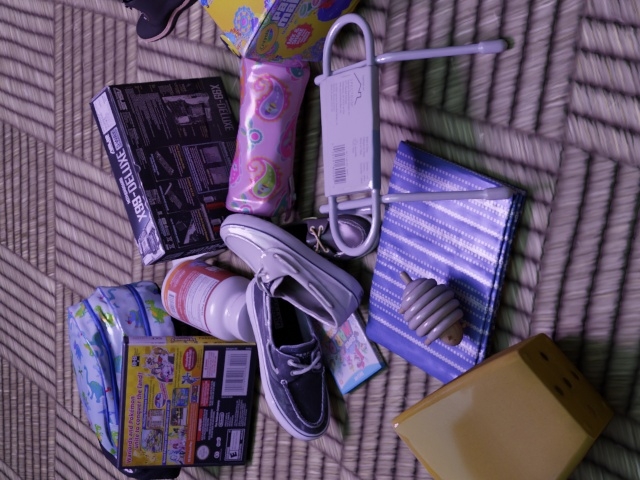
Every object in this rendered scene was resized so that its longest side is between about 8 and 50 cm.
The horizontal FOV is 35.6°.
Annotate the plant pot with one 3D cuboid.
[{"bbox_3d":[0.259,0.243,1.316,0.187,0.212,0.212,-46,75,24],"label":"plant pot"}]

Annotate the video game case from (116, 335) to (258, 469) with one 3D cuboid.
[{"bbox_3d":[-0.253,0.306,1.880,0.035,0.248,0.275,-120,35,-63],"label":"video game case"}]

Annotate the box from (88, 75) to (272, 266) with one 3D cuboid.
[{"bbox_3d":[-0.239,-0.129,1.742,0.076,0.242,0.308,-28,80,47],"label":"box"}]

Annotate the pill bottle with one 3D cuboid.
[{"bbox_3d":[-0.186,0.115,1.838,0.216,0.121,0.121,18,113,43],"label":"pill bottle"}]

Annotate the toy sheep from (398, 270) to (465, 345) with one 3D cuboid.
[{"bbox_3d":[0.157,0.098,1.435,0.132,0.091,0.091,47,132,9],"label":"toy sheep"}]

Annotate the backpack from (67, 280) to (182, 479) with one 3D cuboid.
[{"bbox_3d":[-0.379,0.255,1.986,0.290,0.273,0.356,51,129,55],"label":"backpack"}]

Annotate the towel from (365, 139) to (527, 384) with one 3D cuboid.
[{"bbox_3d":[0.179,0.044,1.493,0.243,0.040,0.336,28,118,42],"label":"towel"}]

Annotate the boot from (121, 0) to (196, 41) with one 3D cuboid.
[{"bbox_3d":[-0.329,-0.433,1.838,0.198,0.137,0.077,-36,73,47],"label":"boot"}]

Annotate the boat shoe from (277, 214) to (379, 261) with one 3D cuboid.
[{"bbox_3d":[0.000,0.000,1.643,0.227,0.068,0.081,-7,95,48],"label":"boat shoe"}]

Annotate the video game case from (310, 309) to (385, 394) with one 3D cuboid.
[{"bbox_3d":[0.036,0.164,1.687,0.119,0.015,0.166,-43,69,44],"label":"video game case"}]

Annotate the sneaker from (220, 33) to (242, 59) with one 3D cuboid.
[{"bbox_3d":[-0.127,-0.337,1.677,0.053,0.144,0.059,39,90,-1],"label":"sneaker"}]

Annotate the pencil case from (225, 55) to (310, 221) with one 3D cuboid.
[{"bbox_3d":[-0.087,-0.175,1.660,0.124,0.124,0.284,27,119,40],"label":"pencil case"}]

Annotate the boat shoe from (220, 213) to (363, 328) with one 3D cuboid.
[{"bbox_3d":[-0.062,0.054,1.625,0.267,0.088,0.096,33,146,8],"label":"boat shoe"}]

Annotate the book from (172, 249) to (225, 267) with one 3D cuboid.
[{"bbox_3d":[-0.245,-0.007,1.936,0.144,0.035,0.096,-22,74,48],"label":"book"}]

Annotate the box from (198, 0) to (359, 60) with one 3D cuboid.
[{"bbox_3d":[-0.061,-0.469,1.485,0.279,0.177,0.290,54,126,24],"label":"box"}]

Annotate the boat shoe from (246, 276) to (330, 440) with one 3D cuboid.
[{"bbox_3d":[-0.043,0.194,1.700,0.102,0.108,0.301,-25,78,64],"label":"boat shoe"}]

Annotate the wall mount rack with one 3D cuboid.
[{"bbox_3d":[0.115,-0.155,1.419,0.304,0.130,0.350,-6,85,52],"label":"wall mount rack"}]
